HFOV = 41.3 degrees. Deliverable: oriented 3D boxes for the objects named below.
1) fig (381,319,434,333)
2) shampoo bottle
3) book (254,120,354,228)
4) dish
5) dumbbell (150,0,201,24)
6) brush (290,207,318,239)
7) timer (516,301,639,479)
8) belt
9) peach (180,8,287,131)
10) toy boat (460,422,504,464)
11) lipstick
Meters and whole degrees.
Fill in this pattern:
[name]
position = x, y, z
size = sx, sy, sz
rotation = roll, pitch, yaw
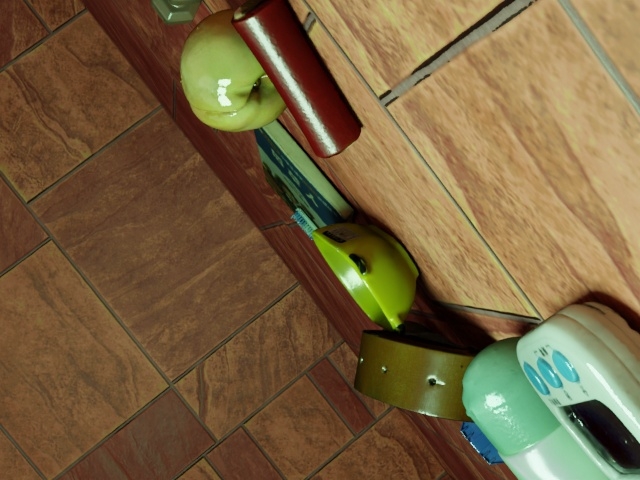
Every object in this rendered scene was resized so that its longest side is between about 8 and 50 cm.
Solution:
[fig]
position = 0.203, 0.277, 1.775
size = 0.233, 0.167, 0.167
rotation = 60, 170, -13
[shampoo bottle]
position = 0.332, 0.286, 1.156
size = 0.349, 0.151, 0.222
rotation = 51, -176, 1
[book]
position = -0.033, -0.102, 1.836
size = 0.300, 0.039, 0.428
rotation = 50, 172, 13
[dish]
position = 0.099, 0.049, 1.536
size = 0.221, 0.108, 0.262
rotation = 55, 172, -17
[dumbbell]
position = -0.235, -0.421, 1.422
size = 0.092, 0.082, 0.231
rotation = 52, 171, -12
[brush]
position = 0.001, 0.000, 1.870
size = 0.178, 0.030, 0.033
rotation = 48, 162, 2
[timer]
position = 0.329, 0.180, 0.945
size = 0.237, 0.087, 0.262
rotation = 50, 172, 11
[belt]
position = 0.182, 0.227, 1.496
size = 0.217, 0.122, 0.339
rotation = 10, 178, -19
[peach]
position = -0.126, -0.253, 1.267
size = 0.184, 0.184, 0.184
rotation = 50, 171, 10
[toy boat]
position = 0.355, 0.400, 1.772
size = 0.129, 0.088, 0.295
rotation = 49, -178, 17
[lipstick]
position = -0.031, -0.226, 1.176
size = 0.241, 0.080, 0.080
rotation = 56, 171, -26
